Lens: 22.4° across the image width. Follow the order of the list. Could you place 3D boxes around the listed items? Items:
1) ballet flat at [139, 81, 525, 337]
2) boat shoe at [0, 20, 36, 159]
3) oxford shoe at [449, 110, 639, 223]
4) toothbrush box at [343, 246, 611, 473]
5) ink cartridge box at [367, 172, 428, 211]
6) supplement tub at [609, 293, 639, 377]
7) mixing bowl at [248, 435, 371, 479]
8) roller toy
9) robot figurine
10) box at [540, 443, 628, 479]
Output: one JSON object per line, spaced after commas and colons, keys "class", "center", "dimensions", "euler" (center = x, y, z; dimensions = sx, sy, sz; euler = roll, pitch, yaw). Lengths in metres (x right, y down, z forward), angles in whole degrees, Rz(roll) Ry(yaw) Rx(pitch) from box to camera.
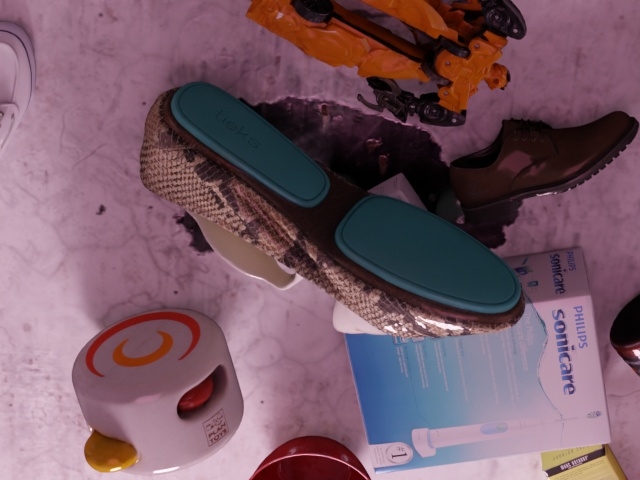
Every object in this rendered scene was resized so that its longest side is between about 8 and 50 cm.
{"class": "ballet flat", "center": [0.000, 0.000, 1.839], "dimensions": [0.483, 0.164, 0.182], "euler": [31, 130, 9]}
{"class": "boat shoe", "center": [-0.384, -0.140, 1.864], "dimensions": [0.083, 0.076, 0.226], "euler": [16, 119, -6]}
{"class": "oxford shoe", "center": [0.252, -0.102, 1.846], "dimensions": [0.227, 0.083, 0.096], "euler": [-24, 111, 14]}
{"class": "toothbrush box", "center": [0.191, 0.147, 1.959], "dimensions": [0.295, 0.126, 0.216], "euler": [-9, 117, 9]}
{"class": "ink cartridge box", "center": [0.067, -0.010, 1.923], "dimensions": [0.122, 0.052, 0.088], "euler": [-28, 113, 19]}
{"class": "supplement tub", "center": [0.447, 0.155, 1.961], "dimensions": [0.106, 0.106, 0.198], "euler": [-37, 110, 21]}
{"class": "mixing bowl", "center": [-0.010, 0.319, 2.082], "dimensions": [0.181, 0.098, 0.181], "euler": [2, 120, 3]}
{"class": "roller toy", "center": [-0.195, 0.189, 1.965], "dimensions": [0.191, 0.209, 0.146], "euler": [-12, 118, 3]}
{"class": "robot figurine", "center": [0.080, -0.245, 1.763], "dimensions": [0.291, 0.085, 0.211], "euler": [26, 129, -10]}
{"class": "box", "center": [0.373, 0.352, 2.101], "dimensions": [0.087, 0.058, 0.232], "euler": [-26, 114, 16]}
